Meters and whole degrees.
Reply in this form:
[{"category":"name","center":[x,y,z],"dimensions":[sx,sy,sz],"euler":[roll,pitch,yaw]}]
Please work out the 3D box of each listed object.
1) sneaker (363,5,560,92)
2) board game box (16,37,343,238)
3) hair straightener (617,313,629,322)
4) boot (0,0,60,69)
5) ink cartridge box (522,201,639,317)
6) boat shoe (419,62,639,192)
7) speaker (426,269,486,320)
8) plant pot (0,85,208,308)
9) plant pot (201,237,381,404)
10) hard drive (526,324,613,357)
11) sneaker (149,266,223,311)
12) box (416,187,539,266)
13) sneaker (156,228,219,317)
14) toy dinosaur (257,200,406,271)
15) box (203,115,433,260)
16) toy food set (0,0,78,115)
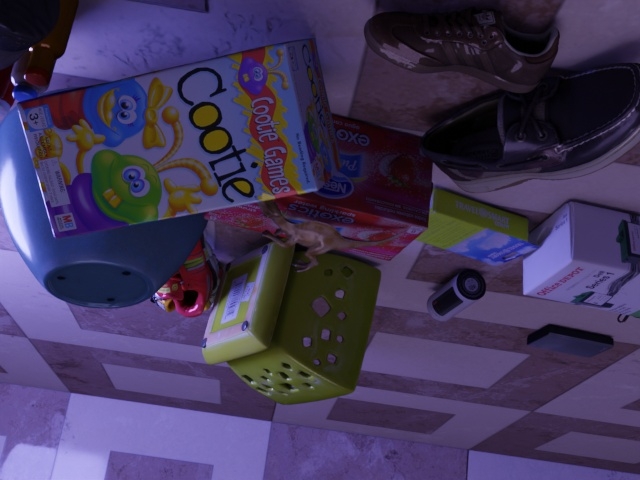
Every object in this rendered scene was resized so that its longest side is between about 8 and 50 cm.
[{"category":"sneaker","center":[0.137,-0.198,0.830],"dimensions":[0.188,0.066,0.071],"euler":[9,141,-17]},{"category":"board game box","center":[-0.135,-0.106,0.884],"dimensions":[0.275,0.144,0.142],"euler":[-10,-168,13]},{"category":"hair straightener","center":[0.626,0.144,1.484],"dimensions":[0.230,0.047,0.089],"euler":[2,156,14]},{"category":"boot","center":[-0.412,-0.232,0.732],"dimensions":[0.223,0.118,0.338],"euler":[-23,126,39]},{"category":"ink cartridge box","center":[0.416,0.033,1.229],"dimensions":[0.219,0.092,0.160],"euler":[11,157,-8]},{"category":"boat shoe","center":[0.221,-0.119,0.922],"dimensions":[0.092,0.102,0.285],"euler":[17,162,-33]},{"category":"speaker","center":[0.230,0.095,1.487],"dimensions":[0.055,0.055,0.136],"euler":[12,157,-11]},{"category":"plant pot","center":[-0.272,-0.028,1.107],"dimensions":[0.290,0.195,0.290],"euler":[-2,152,-1]},{"category":"plant pot","center":[-0.060,0.131,1.459],"dimensions":[0.207,0.228,0.227],"euler":[27,152,-27]},{"category":"hard drive","center":[0.483,0.196,1.687],"dimensions":[0.135,0.022,0.094],"euler":[12,157,-10]},{"category":"sneaker","center":[-0.291,0.076,1.559],"dimensions":[0.225,0.092,0.088],"euler":[4,157,10]},{"category":"box","center":[0.209,-0.017,1.241],"dimensions":[0.178,0.042,0.109],"euler":[17,156,-22]},{"category":"sneaker","center":[-0.231,0.034,1.390],"dimensions":[0.107,0.118,0.279],"euler":[1,147,17]},{"category":"toy dinosaur","center":[0.000,0.000,1.013],"dimensions":[0.183,0.053,0.092],"euler":[16,153,-17]},{"category":"box","center":[-0.002,-0.073,1.070],"dimensions":[0.257,0.122,0.128],"euler":[13,156,-13]},{"category":"toy food set","center":[-0.361,-0.197,0.912],"dimensions":[0.232,0.104,0.111],"euler":[3,157,10]}]
